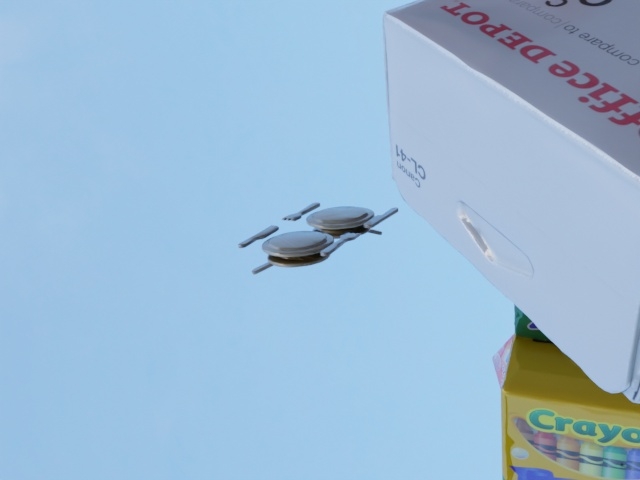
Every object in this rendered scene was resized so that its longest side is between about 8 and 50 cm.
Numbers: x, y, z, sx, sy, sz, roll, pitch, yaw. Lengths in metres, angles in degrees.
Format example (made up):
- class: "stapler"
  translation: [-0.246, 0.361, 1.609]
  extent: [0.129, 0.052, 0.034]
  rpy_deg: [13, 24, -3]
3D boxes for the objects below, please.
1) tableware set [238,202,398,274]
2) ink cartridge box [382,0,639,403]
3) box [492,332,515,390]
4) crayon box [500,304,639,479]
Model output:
- class: "tableware set"
  translation: [0.000, 0.000, 1.138]
  extent: [0.194, 0.128, 0.039]
  rpy_deg: [-32, -59, -54]
- class: "ink cartridge box"
  translation: [0.220, -0.080, 0.511]
  extent: [0.306, 0.226, 0.131]
  rpy_deg: [-22, -49, -18]
- class: "box"
  translation: [0.499, 0.242, 1.754]
  extent: [0.299, 0.154, 0.142]
  rpy_deg: [-4, -118, -14]
- class: "crayon box"
  translation: [0.286, 0.209, 0.928]
  extent: [0.083, 0.203, 0.323]
  rpy_deg: [-63, -29, -47]
